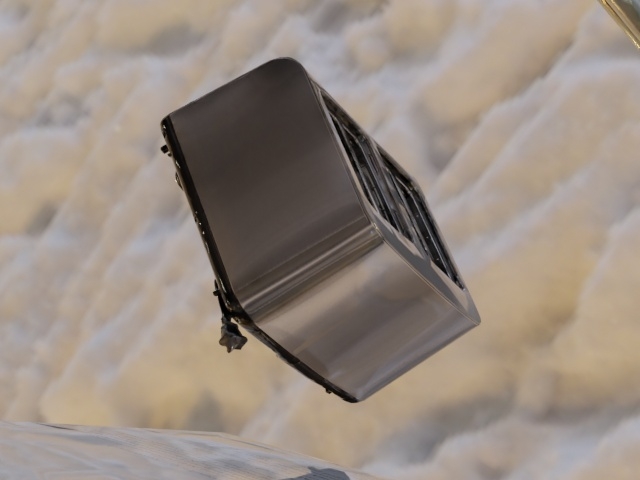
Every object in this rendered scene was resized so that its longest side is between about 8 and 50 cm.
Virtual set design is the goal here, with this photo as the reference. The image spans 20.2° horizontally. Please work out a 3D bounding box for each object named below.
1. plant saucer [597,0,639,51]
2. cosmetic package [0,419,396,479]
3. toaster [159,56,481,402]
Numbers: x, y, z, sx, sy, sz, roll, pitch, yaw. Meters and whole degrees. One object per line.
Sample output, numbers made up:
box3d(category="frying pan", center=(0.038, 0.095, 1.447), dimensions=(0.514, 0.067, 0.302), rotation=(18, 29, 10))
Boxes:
box3d(category="plant saucer", center=(0.320, -0.266, 1.790), dimensions=(0.100, 0.400, 0.400), rotation=(-40, 31, 10))
box3d(category="cosmetic package", center=(-0.113, 0.198, 0.823), dimensions=(0.156, 0.385, 0.217), rotation=(11, 91, 31))
box3d(category="toaster", center=(0.000, 0.000, 1.098), dimensions=(0.110, 0.168, 0.186), rotation=(-32, 53, 14))
